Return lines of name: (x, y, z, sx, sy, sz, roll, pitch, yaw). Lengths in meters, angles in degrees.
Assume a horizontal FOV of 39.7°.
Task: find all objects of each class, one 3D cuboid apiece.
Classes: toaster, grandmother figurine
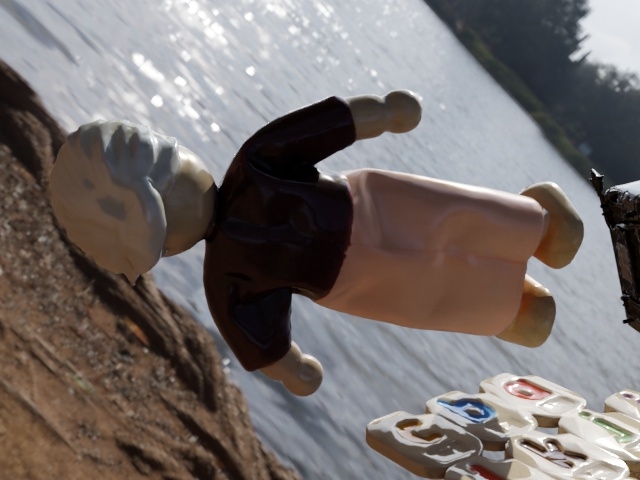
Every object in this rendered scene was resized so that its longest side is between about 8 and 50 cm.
toaster: (0.364, 0.014, 0.885, 0.168, 0.110, 0.185, -108, -177, -79)
grandmother figurine: (0.000, 0.000, 0.568, 0.342, 0.207, 0.104, 12, 1, -25)

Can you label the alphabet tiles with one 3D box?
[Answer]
alphabet tiles: (0.174, 0.151, 0.524, 0.284, 0.021, 0.278, -10, 21, -39)
